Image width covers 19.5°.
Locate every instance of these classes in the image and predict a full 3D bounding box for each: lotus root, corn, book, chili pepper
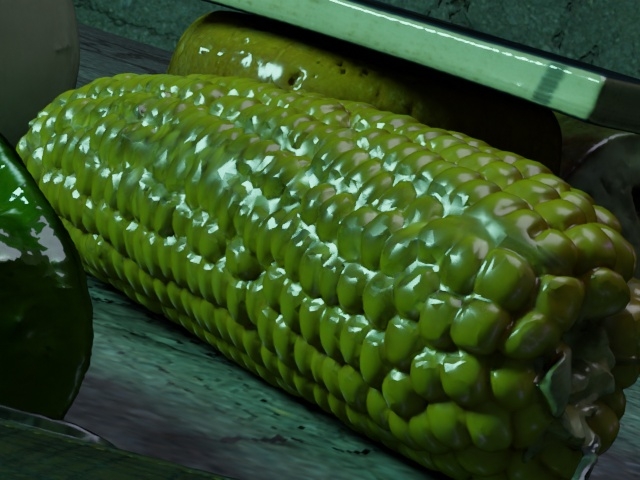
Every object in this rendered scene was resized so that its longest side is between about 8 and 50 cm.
[{"bbox_3d":[0.188,-0.014,1.145,0.234,0.138,0.119,7,0,-26],"label":"lotus root"},{"bbox_3d":[0.000,0.000,0.624,0.101,0.101,0.310,12,9,-38],"label":"corn"},{"bbox_3d":[0.066,-0.098,0.940,0.269,0.025,0.191,21,10,33],"label":"book"},{"bbox_3d":[-0.114,-0.001,0.508,0.072,0.073,0.204,-1,12,-21],"label":"chili pepper"}]

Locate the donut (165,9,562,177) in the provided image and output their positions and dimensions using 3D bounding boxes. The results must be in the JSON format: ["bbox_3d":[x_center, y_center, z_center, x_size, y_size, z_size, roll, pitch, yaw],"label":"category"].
[{"bbox_3d":[0.017,-0.045,0.988,0.226,0.114,0.226,16,8,-2],"label":"donut"}]

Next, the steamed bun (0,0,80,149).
[{"bbox_3d":[-0.220,-0.120,0.862,0.231,0.145,0.232,17,6,-2],"label":"steamed bun"}]

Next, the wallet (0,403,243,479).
[{"bbox_3d":[-0.061,0.063,0.204,0.169,0.044,0.317,14,5,8],"label":"wallet"}]
